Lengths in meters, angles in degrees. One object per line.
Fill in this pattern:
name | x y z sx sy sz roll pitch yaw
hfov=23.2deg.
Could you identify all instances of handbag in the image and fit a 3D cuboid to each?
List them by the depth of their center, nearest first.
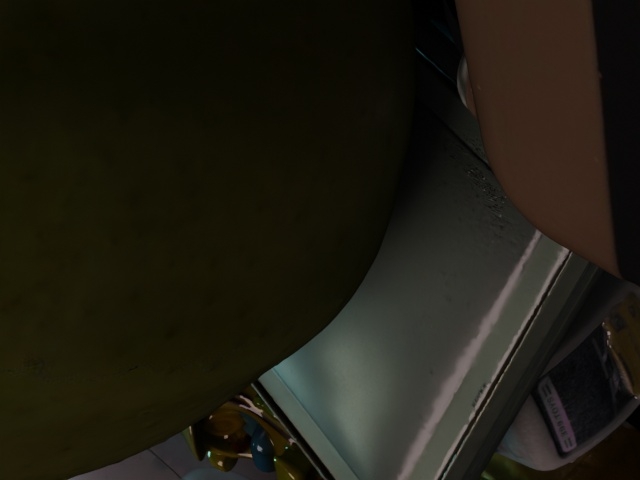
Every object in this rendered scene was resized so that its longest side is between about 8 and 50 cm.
handbag | 0.143 -0.114 0.648 0.283 0.149 0.302 31 155 35

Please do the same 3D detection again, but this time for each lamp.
lamp | 0.032 0.007 0.930 0.266 0.047 0.269 48 127 33

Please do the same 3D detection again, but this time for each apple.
apple | -0.185 -0.092 0.819 0.474 0.473 0.473 37 155 20

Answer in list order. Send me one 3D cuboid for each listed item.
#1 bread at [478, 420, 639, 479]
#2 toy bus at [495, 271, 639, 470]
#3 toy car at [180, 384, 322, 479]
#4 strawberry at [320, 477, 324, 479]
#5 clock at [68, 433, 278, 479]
bread | 0.193 0.242 1.133 0.119 0.152 0.288 26 150 50
toy bus | 0.061 0.042 1.044 0.342 0.138 0.097 20 145 47
toy car | -0.063 0.145 1.414 0.248 0.142 0.200 31 152 27
strawberry | 0.104 0.270 1.353 0.234 0.234 0.178 39 -173 16
clock | -0.178 0.331 1.772 0.377 0.250 0.368 44 157 3
